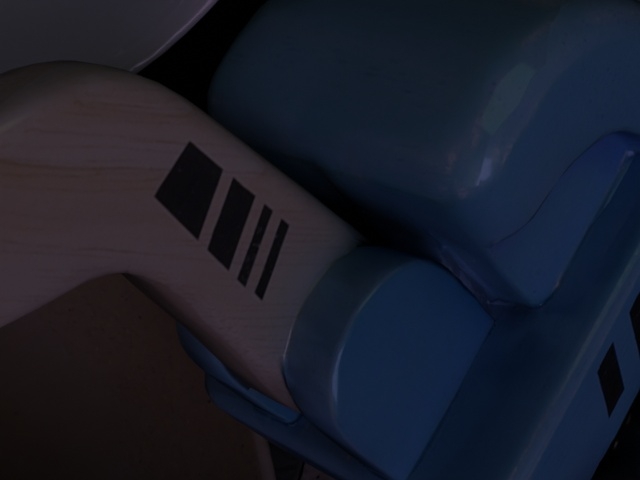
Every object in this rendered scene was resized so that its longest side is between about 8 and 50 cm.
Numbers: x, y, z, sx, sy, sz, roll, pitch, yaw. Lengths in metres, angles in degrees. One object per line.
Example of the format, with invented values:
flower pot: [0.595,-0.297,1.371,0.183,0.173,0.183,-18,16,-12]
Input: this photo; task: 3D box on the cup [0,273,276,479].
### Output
cup: [-0.212,0.128,0.547,0.237,0.331,0.331,-28,133,30]

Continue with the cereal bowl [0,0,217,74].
cereal bowl: [-0.167,-0.203,0.409,0.339,0.141,0.339,-18,129,-24]

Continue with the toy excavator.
toy excavator: [0.000,0.000,0.469,0.433,0.222,0.445,-58,135,-12]
